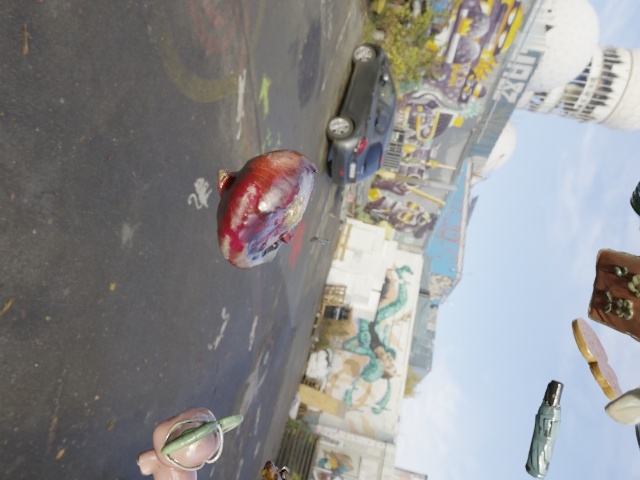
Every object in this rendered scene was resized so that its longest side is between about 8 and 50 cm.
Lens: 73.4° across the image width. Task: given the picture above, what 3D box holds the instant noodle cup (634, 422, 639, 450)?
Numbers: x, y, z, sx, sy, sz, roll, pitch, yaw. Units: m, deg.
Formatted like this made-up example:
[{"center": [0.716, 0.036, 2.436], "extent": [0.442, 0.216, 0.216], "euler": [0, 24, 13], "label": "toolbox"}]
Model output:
[{"center": [1.092, 0.667, 1.275], "extent": [0.302, 0.181, 0.259], "euler": [-19, 84, -54], "label": "instant noodle cup"}]

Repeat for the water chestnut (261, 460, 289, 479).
[{"center": [-0.061, 0.678, 0.961], "extent": [0.335, 0.347, 0.335], "euler": [-31, 160, -13], "label": "water chestnut"}]

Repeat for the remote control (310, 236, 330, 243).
[{"center": [0.000, 0.000, 1.370], "extent": [0.091, 0.034, 0.016], "euler": [14, 61, -64], "label": "remote control"}]

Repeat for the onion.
[{"center": [-0.134, -0.080, 0.904], "extent": [0.272, 0.195, 0.272], "euler": [-52, 172, -10], "label": "onion"}]

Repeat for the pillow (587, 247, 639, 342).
[{"center": [0.464, 0.095, 0.562], "extent": [0.232, 0.043, 0.126], "euler": [-136, -144, -66], "label": "pillow"}]

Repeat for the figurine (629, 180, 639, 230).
[{"center": [0.583, -0.082, 0.658], "extent": [0.114, 0.178, 0.145], "euler": [40, 57, -43], "label": "figurine"}]

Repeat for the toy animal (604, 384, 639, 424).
[{"center": [0.781, 0.282, 0.914], "extent": [0.241, 0.195, 0.368], "euler": [-103, -163, -56], "label": "toy animal"}]

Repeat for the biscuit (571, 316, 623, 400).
[{"center": [0.944, 0.404, 1.475], "extent": [0.044, 0.201, 0.289], "euler": [-33, -122, 37], "label": "biscuit"}]

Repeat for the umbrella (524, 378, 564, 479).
[{"center": [0.573, 0.479, 1.090], "extent": [0.053, 0.052, 0.251], "euler": [16, -89, 66], "label": "umbrella"}]

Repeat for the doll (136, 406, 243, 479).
[{"center": [-0.363, 0.592, 1.224], "extent": [0.217, 0.268, 0.284], "euler": [61, 8, 19], "label": "doll"}]
